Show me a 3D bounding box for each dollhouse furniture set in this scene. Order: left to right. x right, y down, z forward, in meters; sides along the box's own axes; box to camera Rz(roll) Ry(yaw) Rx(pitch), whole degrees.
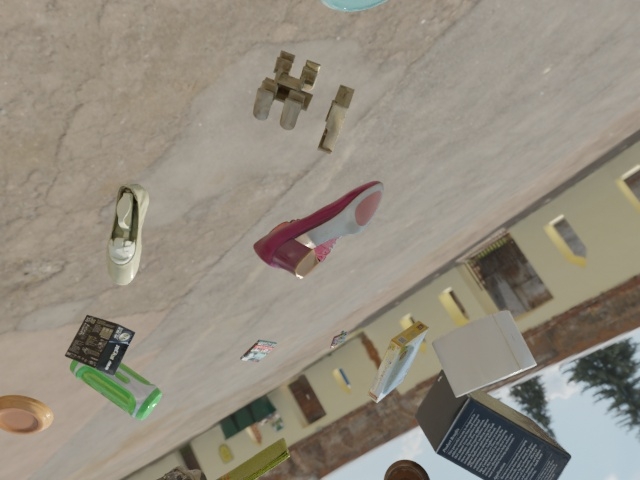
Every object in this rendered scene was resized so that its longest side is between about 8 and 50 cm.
[{"bbox_3d":[-0.051,-0.366,1.532,0.161,0.242,0.212,113,-4,-48],"label":"dollhouse furniture set"}]

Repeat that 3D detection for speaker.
[{"bbox_3d":[-0.683,0.472,1.865,0.131,0.297,0.131,-56,176,-6],"label":"speaker"}]

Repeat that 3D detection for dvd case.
[{"bbox_3d":[-0.228,0.408,2.056,0.087,0.013,0.119,19,124,-43],"label":"dvd case"}]

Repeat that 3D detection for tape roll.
[{"bbox_3d":[0.463,0.324,1.595,0.246,0.169,0.246,-19,159,-8],"label":"tape roll"}]

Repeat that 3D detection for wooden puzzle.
[{"bbox_3d":[0.058,0.308,1.737,0.049,0.006,0.083,-17,143,-28],"label":"wooden puzzle"}]

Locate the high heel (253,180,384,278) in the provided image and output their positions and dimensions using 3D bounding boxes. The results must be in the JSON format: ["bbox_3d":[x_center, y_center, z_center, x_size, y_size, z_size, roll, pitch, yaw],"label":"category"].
[{"bbox_3d":[-0.001,-0.062,1.475,0.377,0.181,0.127,-39,137,-27],"label":"high heel"}]

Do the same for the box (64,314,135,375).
[{"bbox_3d":[-0.693,0.326,1.753,0.180,0.147,0.077,5,154,37],"label":"box"}]

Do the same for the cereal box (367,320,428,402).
[{"bbox_3d":[0.244,0.382,1.762,0.173,0.047,0.240,-20,137,-50],"label":"cereal box"}]

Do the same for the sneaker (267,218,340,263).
[{"bbox_3d":[-0.001,0.000,1.635,0.314,0.136,0.116,-16,166,-28],"label":"sneaker"}]

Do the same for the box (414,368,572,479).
[{"bbox_3d":[0.557,0.648,1.857,0.211,0.396,0.293,-59,-175,2],"label":"box"}]

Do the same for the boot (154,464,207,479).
[{"bbox_3d":[-0.301,0.452,0.947,0.179,0.085,0.236,-8,163,-33],"label":"boot"}]

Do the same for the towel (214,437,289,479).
[{"bbox_3d":[-0.180,0.525,1.257,0.237,0.021,0.102,-30,-172,-9],"label":"towel"}]

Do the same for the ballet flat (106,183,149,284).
[{"bbox_3d":[-0.469,-0.019,1.333,0.086,0.248,0.086,5,172,1],"label":"ballet flat"}]

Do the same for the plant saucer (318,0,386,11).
[{"bbox_3d":[0.129,-0.740,1.576,0.318,0.043,0.317,-13,172,-2],"label":"plant saucer"}]

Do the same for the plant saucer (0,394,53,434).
[{"bbox_3d":[-0.990,0.582,1.837,0.200,0.037,0.199,-1,130,-2],"label":"plant saucer"}]

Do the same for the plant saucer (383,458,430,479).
[{"bbox_3d":[0.292,0.837,1.902,0.169,0.168,0.029,-33,155,12],"label":"plant saucer"}]
